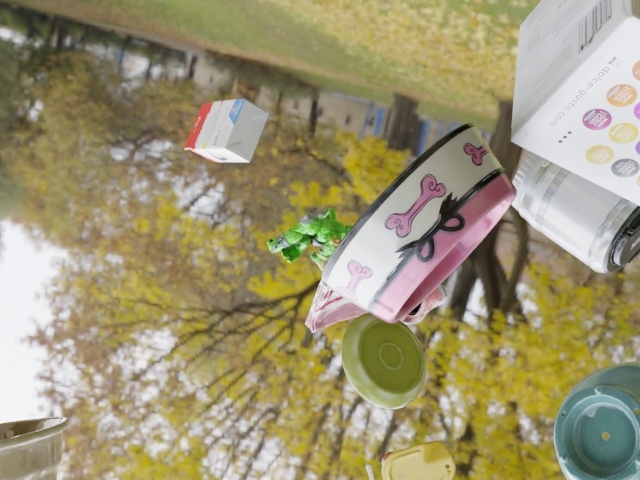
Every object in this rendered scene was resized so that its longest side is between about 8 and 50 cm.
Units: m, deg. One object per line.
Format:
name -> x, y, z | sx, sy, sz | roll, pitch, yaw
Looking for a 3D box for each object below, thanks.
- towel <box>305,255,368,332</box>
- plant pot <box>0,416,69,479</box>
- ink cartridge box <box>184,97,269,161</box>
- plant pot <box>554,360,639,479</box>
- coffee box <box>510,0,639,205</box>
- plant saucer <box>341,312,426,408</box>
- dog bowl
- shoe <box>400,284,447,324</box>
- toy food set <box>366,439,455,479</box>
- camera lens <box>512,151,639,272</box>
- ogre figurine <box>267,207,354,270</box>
towel -> 0.104, 0.082, 2.297 | 0.237, 0.329, 0.037 | -16, -124, -28
plant pot -> -0.510, 0.439, 1.425 | 0.334, 0.305, 0.334 | -10, 177, -1
ink cartridge box -> -0.232, -0.264, 2.397 | 0.078, 0.134, 0.231 | 27, 170, -31
plant pot -> 0.526, 0.345, 1.718 | 0.293, 0.293, 0.196 | 22, -176, 43
coffee box -> 0.589, -0.326, 1.816 | 0.334, 0.337, 0.338 | 25, -131, -14
plant saucer -> 0.161, 0.279, 2.350 | 0.241, 0.240, 0.037 | 6, 155, -29
dog bowl -> 0.195, -0.016, 1.819 | 0.150, 0.408, 0.408 | 45, -161, 11
shoe -> 0.223, 0.160, 2.374 | 0.081, 0.063, 0.178 | -12, 163, -36
toy food set -> 0.219, 0.543, 2.386 | 0.218, 0.128, 0.071 | -20, -165, 15
camera lens -> 0.571, -0.080, 2.106 | 0.274, 0.219, 0.219 | 40, -156, 30
ogre figurine -> 0.000, 0.000, 2.041 | 0.197, 0.118, 0.097 | 27, -144, -14
